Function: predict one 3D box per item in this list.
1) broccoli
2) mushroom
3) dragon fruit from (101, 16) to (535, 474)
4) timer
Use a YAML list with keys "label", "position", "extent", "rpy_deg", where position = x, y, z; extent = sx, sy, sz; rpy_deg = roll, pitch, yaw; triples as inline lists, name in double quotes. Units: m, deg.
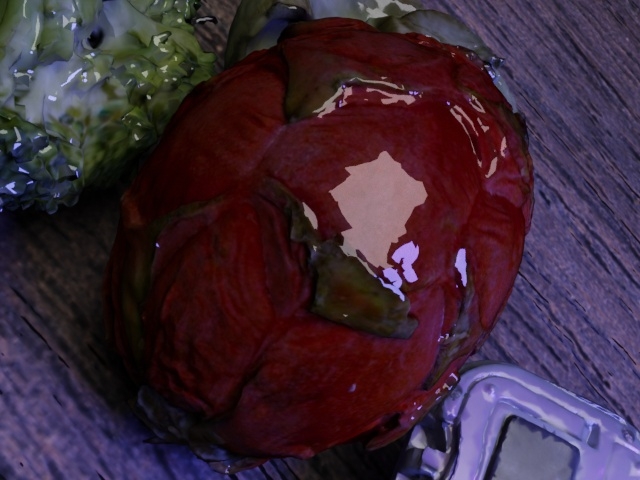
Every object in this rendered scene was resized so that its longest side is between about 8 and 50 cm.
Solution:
- label: "broccoli"
  position: [-0.200, -0.191, 0.580]
  extent: [0.274, 0.397, 0.353]
  rpy_deg: [-2, 67, -6]
- label: "mushroom"
  position: [0.041, -0.131, 0.826]
  extent: [0.266, 0.190, 0.164]
  rpy_deg: [15, 34, -12]
- label: "dragon fruit"
  position: [0.000, 0.000, 0.638]
  extent: [0.277, 0.277, 0.342]
  rpy_deg: [41, 66, -5]
- label: "timer"
  position: [0.142, 0.194, 0.643]
  extent: [0.190, 0.069, 0.209]
  rpy_deg: [26, 61, -2]
